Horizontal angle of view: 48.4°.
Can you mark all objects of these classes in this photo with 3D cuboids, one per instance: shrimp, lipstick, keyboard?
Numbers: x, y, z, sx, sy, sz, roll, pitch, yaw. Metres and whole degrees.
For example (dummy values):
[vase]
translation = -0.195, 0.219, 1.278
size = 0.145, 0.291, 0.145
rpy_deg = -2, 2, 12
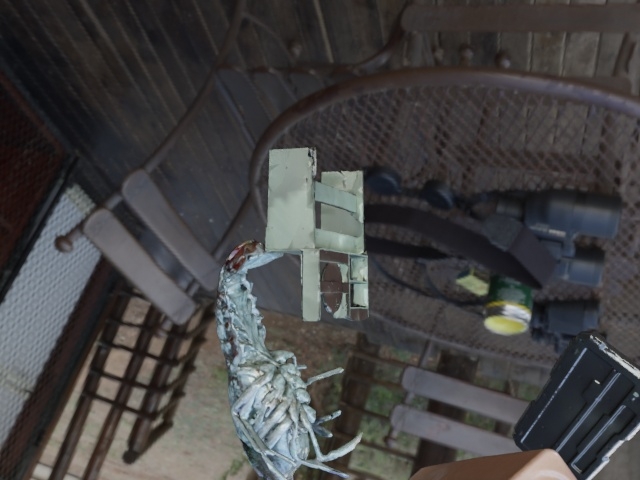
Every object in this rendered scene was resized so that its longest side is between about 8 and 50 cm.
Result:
[shrimp]
translation = -0.066, 0.204, 1.023
size = 0.166, 0.221, 0.410
rpy_deg = -21, 94, 24
[lipstick]
translation = 0.083, 0.145, 0.380
size = 0.045, 0.045, 0.145
rpy_deg = 54, 155, 8
[keyboard]
translation = 0.289, 0.197, 0.792
size = 0.106, 0.016, 0.262
rpy_deg = 41, 148, 25

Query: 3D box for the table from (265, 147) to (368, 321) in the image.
[table]
translation = 0.000, 0.000, 0.772
size = 0.062, 0.175, 0.146
rpy_deg = -1, 175, 23
